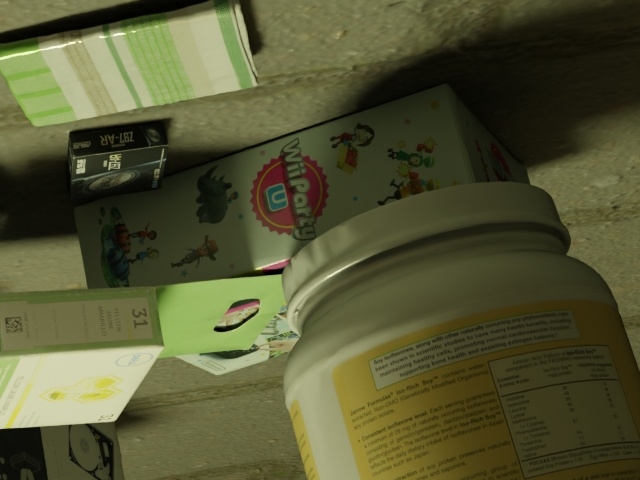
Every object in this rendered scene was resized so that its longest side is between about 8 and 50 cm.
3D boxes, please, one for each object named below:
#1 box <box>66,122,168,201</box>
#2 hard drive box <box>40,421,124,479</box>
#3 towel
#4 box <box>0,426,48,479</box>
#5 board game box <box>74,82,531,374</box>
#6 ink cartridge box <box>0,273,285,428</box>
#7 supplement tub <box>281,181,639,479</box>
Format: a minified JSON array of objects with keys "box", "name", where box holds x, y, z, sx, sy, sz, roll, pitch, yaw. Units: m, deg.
[{"box":[-0.142,-0.054,1.302,0.067,0.018,0.083,-8,162,-13],"name":"box"},{"box":[-0.288,0.251,1.856,0.089,0.181,0.232,-20,161,22],"name":"hard drive box"},{"box":[-0.118,-0.112,1.152,0.152,0.023,0.113,-10,159,1],"name":"towel"},{"box":[-0.327,0.179,1.652,0.093,0.158,0.156,-21,159,25],"name":"box"},{"box":[0.000,0.000,1.434,0.303,0.097,0.224,-19,160,16],"name":"board game box"},{"box":[-0.138,0.082,1.365,0.235,0.056,0.171,-2,158,-20],"name":"ink cartridge box"},{"box":[0.112,0.152,1.269,0.241,0.331,0.241,-14,161,-5],"name":"supplement tub"}]
